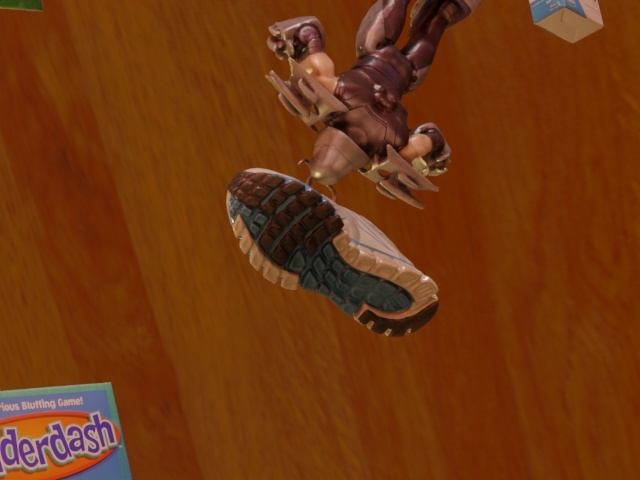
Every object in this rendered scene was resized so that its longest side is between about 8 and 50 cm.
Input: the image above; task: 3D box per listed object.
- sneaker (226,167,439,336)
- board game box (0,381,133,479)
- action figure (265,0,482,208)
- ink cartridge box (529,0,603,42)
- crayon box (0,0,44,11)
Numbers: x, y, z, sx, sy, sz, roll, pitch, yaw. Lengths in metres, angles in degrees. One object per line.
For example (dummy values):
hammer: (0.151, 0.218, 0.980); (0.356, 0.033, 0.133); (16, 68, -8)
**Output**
sneaker: (0.000, 0.000, 1.063); (0.071, 0.083, 0.190); (-45, 124, 12)
board game box: (-0.212, 0.215, 1.086); (0.160, 0.047, 0.210); (-2, 66, -36)
action figure: (0.054, -0.143, 1.186); (0.185, 0.099, 0.285); (46, 57, -28)
ink cartridge box: (0.165, -0.185, 1.018); (0.028, 0.083, 0.048); (-27, 150, 37)
crayon box: (-0.366, -0.350, 1.297); (0.202, 0.081, 0.318); (8, 120, 24)
